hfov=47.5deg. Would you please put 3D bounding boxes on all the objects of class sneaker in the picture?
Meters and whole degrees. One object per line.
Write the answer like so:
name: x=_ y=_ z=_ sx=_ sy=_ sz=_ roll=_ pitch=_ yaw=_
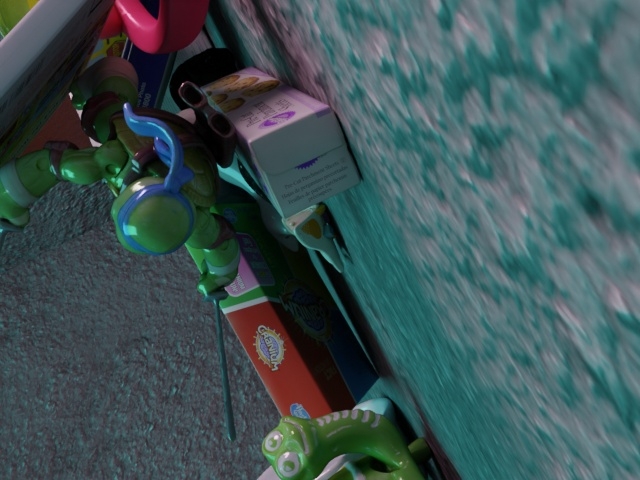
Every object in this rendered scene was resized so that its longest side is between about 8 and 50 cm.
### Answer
sneaker: x=-0.157 y=-0.095 z=1.170 sx=0.319 sy=0.112 sz=0.131 roll=-3 pitch=-109 yaw=-82

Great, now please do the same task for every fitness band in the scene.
fitness band: x=-0.187 y=-0.302 z=0.641 sx=0.291 sy=0.054 sz=0.209 roll=61 pitch=145 yaw=6

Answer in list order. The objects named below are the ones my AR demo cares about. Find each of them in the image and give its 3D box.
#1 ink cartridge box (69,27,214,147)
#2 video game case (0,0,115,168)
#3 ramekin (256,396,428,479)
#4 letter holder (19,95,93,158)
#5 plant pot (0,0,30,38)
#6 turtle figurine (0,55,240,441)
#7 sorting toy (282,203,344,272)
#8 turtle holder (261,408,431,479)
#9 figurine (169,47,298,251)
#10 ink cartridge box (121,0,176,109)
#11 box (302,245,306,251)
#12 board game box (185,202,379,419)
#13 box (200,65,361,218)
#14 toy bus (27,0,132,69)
ink cartridge box: x=-0.260 y=-0.238 z=1.101 sx=0.181 sy=0.224 sz=0.056 roll=62 pitch=177 yaw=12
video game case: x=-0.229 y=-0.122 z=0.574 sx=0.026 sy=0.227 sz=0.206 roll=33 pitch=144 yaw=-15
ramekin: x=0.028 y=0.372 z=1.095 sx=0.135 sy=0.277 sz=0.277 roll=56 pitch=174 yaw=2
letter holder: x=-0.462 y=-0.218 z=1.189 sx=0.215 sy=0.301 sz=0.152 roll=65 pitch=171 yaw=-20
plant pot: x=-0.477 y=-0.496 z=1.511 sx=0.353 sy=0.366 sz=0.367 roll=35 pitch=153 yaw=55
turtle figurine: x=-0.165 y=-0.021 z=0.595 sx=0.266 sy=0.197 sz=0.275 roll=-105 pitch=18 yaw=-56
sorting toy: x=0.000 y=0.000 z=0.788 sx=0.075 sy=0.044 sz=0.083 roll=57 pitch=176 yaw=-15
turtle holder: x=0.068 y=0.357 z=0.828 sx=0.243 sy=0.227 sz=0.320 roll=57 pitch=172 yaw=53
figurine: x=-0.089 y=-0.101 z=0.928 sx=0.209 sy=0.092 sz=0.215 roll=56 pitch=173 yaw=27
ink cartridge box: x=-0.194 y=-0.217 z=0.846 sx=0.224 sy=0.045 sz=0.224 roll=-129 pitch=57 yaw=-76
box: x=-0.104 y=0.024 z=1.381 sx=0.232 sy=0.126 sz=0.149 roll=57 pitch=171 yaw=45
board game box: x=-0.047 y=0.097 z=1.014 sx=0.317 sy=0.064 sz=0.242 roll=59 pitch=-164 yaw=5
box: x=-0.050 y=-0.101 z=0.643 sx=0.063 sy=0.067 sz=0.324 roll=66 pitch=175 yaw=-23
toy bus: x=-0.292 y=-0.310 z=0.915 sx=0.108 sy=0.130 sz=0.333 roll=47 pitch=157 yaw=9
